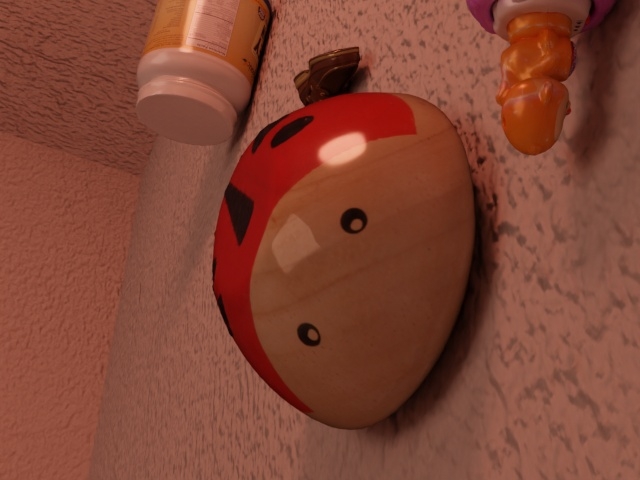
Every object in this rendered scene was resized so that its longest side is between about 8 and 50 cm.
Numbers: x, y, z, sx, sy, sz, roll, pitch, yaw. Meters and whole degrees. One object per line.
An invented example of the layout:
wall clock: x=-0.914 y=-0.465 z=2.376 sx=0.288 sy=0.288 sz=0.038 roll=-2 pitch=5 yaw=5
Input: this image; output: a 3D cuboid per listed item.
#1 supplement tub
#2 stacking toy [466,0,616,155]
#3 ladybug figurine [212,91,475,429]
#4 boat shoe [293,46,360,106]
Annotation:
supplement tub: x=-0.232 y=-0.369 z=2.202 sx=0.228 sy=0.228 sz=0.316 roll=138 pitch=147 yaw=-63
stacking toy: x=0.151 y=-0.202 z=0.782 sx=0.175 sy=0.165 sz=0.302 roll=103 pitch=169 yaw=-72
ladybug figurine: x=0.000 y=0.000 z=1.027 sx=0.449 sy=0.161 sz=0.305 roll=-143 pitch=71 yaw=-75
boat shoe: x=0.014 y=-0.205 z=1.445 sx=0.178 sy=0.064 sz=0.060 roll=154 pitch=102 yaw=-72
